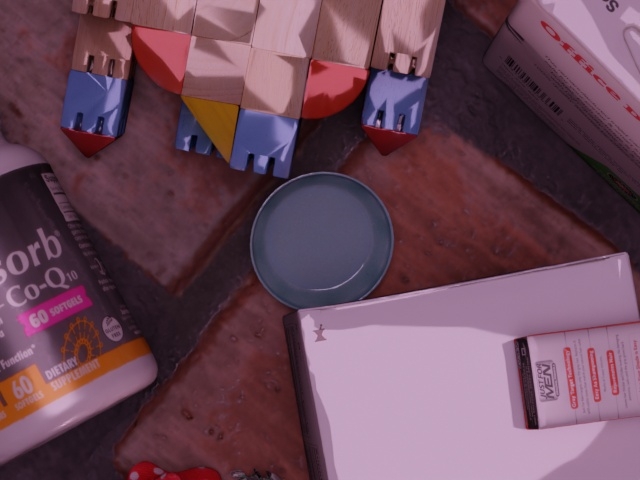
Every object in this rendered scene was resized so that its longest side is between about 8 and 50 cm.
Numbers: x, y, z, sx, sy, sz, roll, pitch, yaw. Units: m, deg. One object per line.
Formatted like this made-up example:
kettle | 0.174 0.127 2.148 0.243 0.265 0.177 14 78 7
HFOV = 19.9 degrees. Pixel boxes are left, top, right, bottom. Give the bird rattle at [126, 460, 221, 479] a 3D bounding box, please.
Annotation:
bird rattle | -0.173 0.293 1.461 0.253 0.143 0.207 -16 98 -15

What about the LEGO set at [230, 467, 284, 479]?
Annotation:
LEGO set | -0.035 0.211 1.489 0.083 0.054 0.023 49 49 2

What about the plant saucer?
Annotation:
plant saucer | 0.000 0.000 1.499 0.119 0.021 0.119 -2 103 -9

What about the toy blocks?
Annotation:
toy blocks | -0.050 -0.170 1.463 0.381 0.191 0.261 10 97 0

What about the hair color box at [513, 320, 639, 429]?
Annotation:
hair color box | 0.220 0.097 1.354 0.141 0.043 0.072 -6 86 -9

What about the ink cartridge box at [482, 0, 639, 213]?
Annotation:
ink cartridge box | 0.250 -0.131 1.394 0.211 0.289 0.121 45 86 1

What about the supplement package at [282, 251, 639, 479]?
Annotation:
supplement package | 0.119 0.134 1.436 0.262 0.145 0.204 -10 86 -6

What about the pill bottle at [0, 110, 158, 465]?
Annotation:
pill bottle | -0.258 0.024 1.433 0.162 0.162 0.278 -29 88 -3
